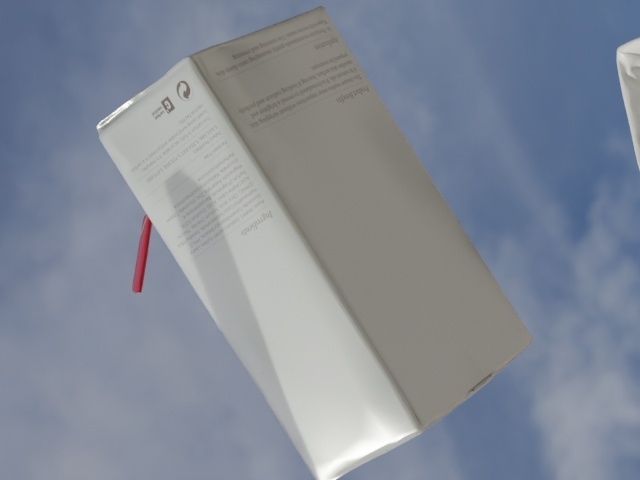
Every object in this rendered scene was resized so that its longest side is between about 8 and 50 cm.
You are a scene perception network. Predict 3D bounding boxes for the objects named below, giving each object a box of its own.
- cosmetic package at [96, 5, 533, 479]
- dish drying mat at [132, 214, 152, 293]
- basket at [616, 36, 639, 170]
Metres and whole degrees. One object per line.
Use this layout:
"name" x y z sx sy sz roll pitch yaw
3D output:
"cosmetic package" 0.000 0.000 1.507 0.217 0.156 0.385 -27 -94 -50
"dish drying mat" -0.186 0.014 1.725 0.008 0.032 0.083 11 -97 -17
"basket" 0.396 -0.141 1.735 0.103 0.113 0.167 -11 -94 -25
